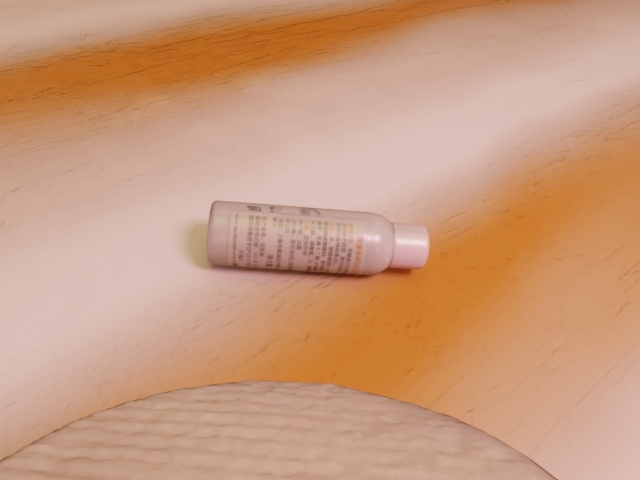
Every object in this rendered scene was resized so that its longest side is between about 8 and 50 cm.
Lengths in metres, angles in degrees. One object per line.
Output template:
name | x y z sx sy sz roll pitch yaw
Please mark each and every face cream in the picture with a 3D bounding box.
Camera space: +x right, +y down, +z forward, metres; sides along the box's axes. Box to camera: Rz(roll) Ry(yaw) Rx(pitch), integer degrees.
face cream | 0.000 0.000 0.684 0.269 0.082 0.082 5 43 -6

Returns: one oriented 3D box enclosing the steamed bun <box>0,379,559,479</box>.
steamed bun | -0.027 0.237 0.282 0.374 0.241 0.374 5 10 -1
